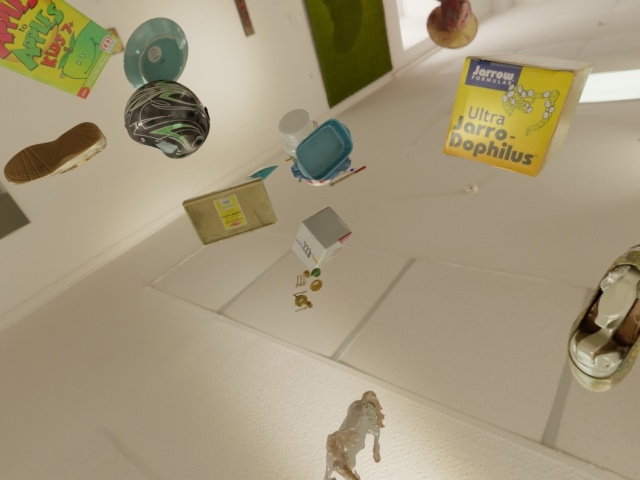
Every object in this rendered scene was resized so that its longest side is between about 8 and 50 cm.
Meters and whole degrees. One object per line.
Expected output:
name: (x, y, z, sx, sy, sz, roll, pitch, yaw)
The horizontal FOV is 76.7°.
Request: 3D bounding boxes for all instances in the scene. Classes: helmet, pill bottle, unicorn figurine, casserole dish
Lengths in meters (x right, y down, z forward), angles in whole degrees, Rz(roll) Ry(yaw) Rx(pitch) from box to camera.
helmet: (-0.354, -0.283, 0.928, 0.169, 0.161, 0.169, -6, -106, 23)
pill bottle: (-0.049, -0.381, 1.669, 0.176, 0.318, 0.176, -10, -120, 18)
unicorn figurine: (0.036, 0.235, 0.459, 0.060, 0.111, 0.162, 0, -155, 15)
casserole dish: (0.006, -0.239, 1.075, 0.188, 0.114, 0.037, -45, -159, -20)

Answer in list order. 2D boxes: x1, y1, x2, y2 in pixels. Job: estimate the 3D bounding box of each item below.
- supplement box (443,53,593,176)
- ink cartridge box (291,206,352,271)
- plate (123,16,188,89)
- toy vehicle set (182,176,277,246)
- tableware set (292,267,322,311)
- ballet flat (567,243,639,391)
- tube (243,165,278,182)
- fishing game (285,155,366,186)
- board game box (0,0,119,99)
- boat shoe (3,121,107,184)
supplement box: (0.442, -0.294, 0.890, 0.194, 0.195, 0.356, 23, -147, 29)
ink cartridge box: (0.000, 0.000, 1.391, 0.128, 0.176, 0.127, -33, -106, -31)
plate: (-0.388, -0.438, 0.981, 0.024, 0.188, 0.188, 37, -127, 14)
toy vehicle set: (-0.293, -0.092, 1.330, 0.266, 0.166, 0.035, -16, -150, 0)
tableware set: (-0.043, 0.164, 1.356, 0.104, 0.154, 0.024, -12, -150, -27)
ballet flat: (0.542, 0.163, 0.762, 0.123, 0.349, 0.123, 5, -150, -3)
tube: (-0.231, -0.255, 1.562, 0.080, 0.052, 0.207, 2, -152, 16)
fishing game: (0.003, -0.220, 1.235, 0.189, 0.041, 0.264, -31, -141, -25)
board game box: (-0.309, -0.226, 0.439, 0.092, 0.043, 0.181, -55, 178, 7)
boat shoe: (-0.450, -0.141, 0.701, 0.170, 0.063, 0.059, -29, 175, -9)
